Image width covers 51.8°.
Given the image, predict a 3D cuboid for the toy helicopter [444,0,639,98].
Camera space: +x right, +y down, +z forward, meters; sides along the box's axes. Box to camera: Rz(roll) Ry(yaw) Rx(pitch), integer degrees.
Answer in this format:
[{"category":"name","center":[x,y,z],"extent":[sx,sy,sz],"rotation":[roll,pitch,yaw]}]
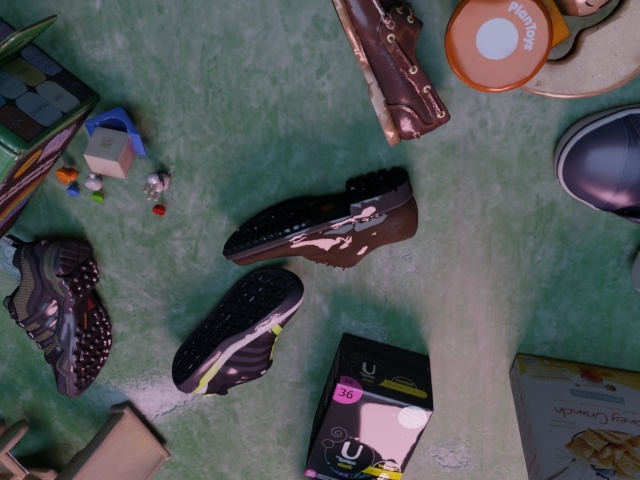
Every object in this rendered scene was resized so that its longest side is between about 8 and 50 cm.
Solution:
[{"category":"toy helicopter","center":[0.210,-0.294,0.521],"extent":[0.235,0.140,0.355],"rotation":[-4,106,17]}]

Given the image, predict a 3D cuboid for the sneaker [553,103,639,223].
[{"category":"sneaker","center":[0.396,-0.052,0.630],"extent":[0.321,0.127,0.126],"rotation":[7,121,5]}]

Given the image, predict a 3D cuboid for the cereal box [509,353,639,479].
[{"category":"cereal box","center":[0.313,0.230,0.729],"extent":[0.173,0.240,0.047],"rotation":[9,120,2]}]

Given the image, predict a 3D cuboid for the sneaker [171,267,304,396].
[{"category":"sneaker","center":[-0.090,0.121,0.831],"extent":[0.097,0.084,0.235],"rotation":[29,123,-37]}]

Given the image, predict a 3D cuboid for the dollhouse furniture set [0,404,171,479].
[{"category":"dollhouse furniture set","center":[-0.368,0.343,0.968],"extent":[0.242,0.161,0.212],"rotation":[-14,118,39]}]

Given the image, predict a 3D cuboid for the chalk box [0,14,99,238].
[{"category":"chalk box","center":[-0.365,-0.119,0.661],"extent":[0.179,0.180,0.289],"rotation":[38,116,-14]}]

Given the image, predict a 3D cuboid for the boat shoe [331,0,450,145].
[{"category":"boat shoe","center":[0.063,-0.192,0.628],"extent":[0.073,0.073,0.207],"rotation":[-20,122,15]}]

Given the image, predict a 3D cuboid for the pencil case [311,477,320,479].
[{"category":"pencil case","center":[0.029,0.366,0.864],"extent":[0.098,0.209,0.095],"rotation":[-29,85,-14]}]

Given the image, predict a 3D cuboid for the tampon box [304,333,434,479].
[{"category":"tampon box","center":[0.060,0.223,0.838],"extent":[0.120,0.101,0.161],"rotation":[15,119,-2]}]

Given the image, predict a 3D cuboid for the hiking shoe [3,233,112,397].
[{"category":"hiking shoe","center":[-0.340,0.095,0.843],"extent":[0.114,0.086,0.227],"rotation":[11,115,17]}]

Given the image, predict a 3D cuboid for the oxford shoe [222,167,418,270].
[{"category":"oxford shoe","center":[0.000,0.000,0.735],"extent":[0.227,0.083,0.096],"rotation":[-14,121,16]}]

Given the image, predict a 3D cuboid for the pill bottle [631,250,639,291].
[{"category":"pill bottle","center":[0.427,0.056,0.702],"extent":[0.169,0.094,0.094],"rotation":[24,119,-6]}]

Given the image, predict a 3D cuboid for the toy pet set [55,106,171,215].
[{"category":"toy pet set","center":[-0.231,-0.092,0.739],"extent":[0.122,0.065,0.114],"rotation":[13,155,4]}]
